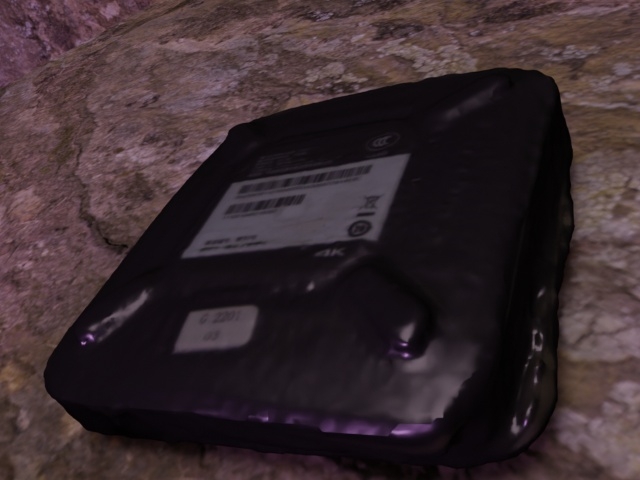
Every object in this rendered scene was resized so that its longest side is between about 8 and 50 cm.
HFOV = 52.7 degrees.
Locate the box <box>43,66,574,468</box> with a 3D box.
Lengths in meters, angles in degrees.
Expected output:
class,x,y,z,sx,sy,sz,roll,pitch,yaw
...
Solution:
class,x,y,z,sx,sy,sz,roll,pitch,yaw
box,0.000,0.000,0.494,0.359,0.091,0.350,-5,38,31
